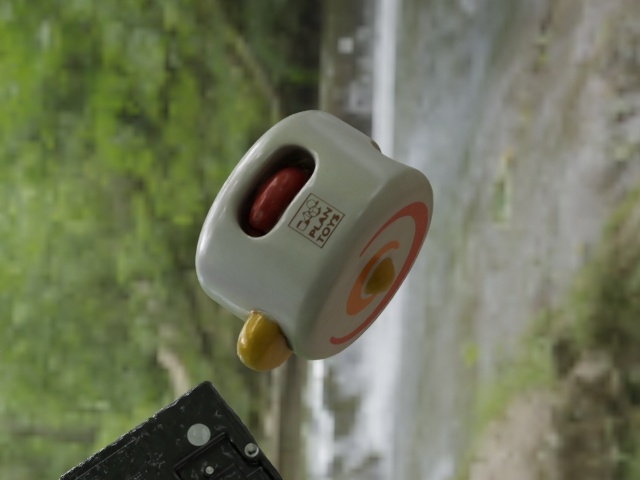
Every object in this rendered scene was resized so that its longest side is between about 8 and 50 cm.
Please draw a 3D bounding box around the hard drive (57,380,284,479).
[{"bbox_3d":[-0.080,0.299,1.412,0.339,0.237,0.064,51,166,20],"label":"hard drive"}]

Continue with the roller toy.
[{"bbox_3d":[0.000,0.000,1.677,0.209,0.146,0.191,-34,-30,-48],"label":"roller toy"}]
